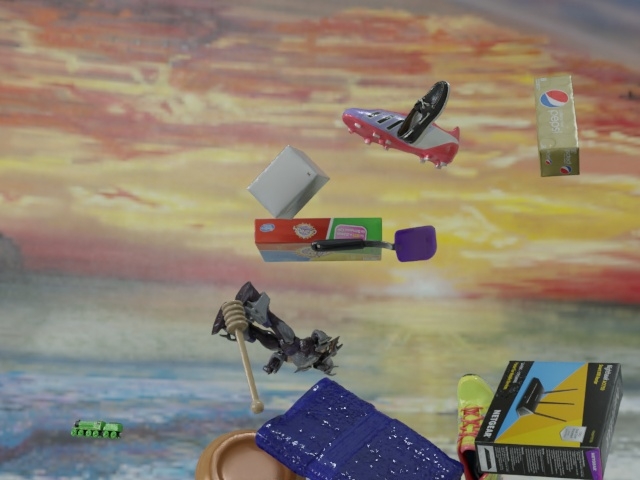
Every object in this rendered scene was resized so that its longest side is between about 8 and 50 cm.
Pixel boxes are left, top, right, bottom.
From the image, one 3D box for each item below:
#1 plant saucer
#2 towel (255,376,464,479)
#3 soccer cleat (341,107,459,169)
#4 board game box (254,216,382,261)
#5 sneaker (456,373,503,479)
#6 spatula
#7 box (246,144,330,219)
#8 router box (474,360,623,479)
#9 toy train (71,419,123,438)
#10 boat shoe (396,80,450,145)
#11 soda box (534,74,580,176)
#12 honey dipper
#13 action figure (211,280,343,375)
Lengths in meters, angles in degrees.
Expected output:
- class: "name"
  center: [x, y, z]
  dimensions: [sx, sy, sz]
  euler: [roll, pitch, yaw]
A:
- class: "plant saucer"
  center: [-0.122, 0.415, 1.822]
  dimensions: [0.199, 0.200, 0.037]
  euler: [3, -44, -9]
- class: "towel"
  center: [0.066, 0.369, 1.729]
  dimensions: [0.308, 0.076, 0.227]
  euler: [30, 34, 23]
- class: "soccer cleat"
  center: [0.162, -0.223, 2.054]
  dimensions: [0.248, 0.095, 0.083]
  euler: [21, -11, -11]
- class: "board game box"
  center: [0.000, 0.000, 2.635]
  dimensions: [0.316, 0.064, 0.242]
  euler: [-1, -13, 3]
- class: "sneaker"
  center: [0.273, 0.337, 1.796]
  dimensions: [0.081, 0.209, 0.094]
  euler: [-13, -8, 28]
- class: "spatula"
  center: [0.119, 0.011, 2.356]
  dimensions: [0.296, 0.084, 0.030]
  euler: [-1, 21, 20]
- class: "box"
  center: [-0.065, -0.121, 2.184]
  dimensions: [0.130, 0.091, 0.170]
  euler: [-46, -7, 6]
- class: "router box"
  center: [0.258, 0.195, 1.146]
  dimensions: [0.133, 0.046, 0.179]
  euler: [-2, 22, 24]
- class: "toy train"
  center: [-0.308, 0.260, 1.416]
  dimensions: [0.083, 0.024, 0.017]
  euler: [-2, -17, 25]
- class: "boat shoe"
  center: [0.171, -0.216, 1.719]
  dimensions: [0.038, 0.046, 0.125]
  euler: [15, -55, -30]
- class: "soda box"
  center: [0.370, -0.181, 1.614]
  dimensions: [0.061, 0.181, 0.058]
  euler: [-3, -45, 12]
- class: "honey dipper"
  center: [-0.100, 0.156, 1.377]
  dimensions: [0.030, 0.161, 0.030]
  euler: [-14, -28, -8]
- class: "action figure"
  center: [-0.079, 0.209, 2.130]
  dimensions: [0.285, 0.099, 0.185]
  euler: [34, -52, -21]
